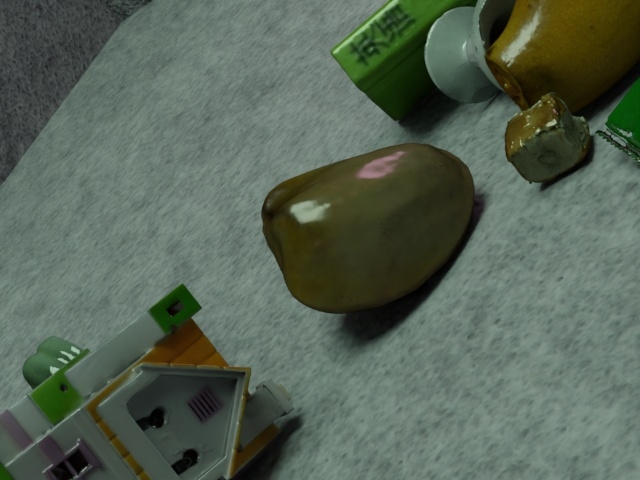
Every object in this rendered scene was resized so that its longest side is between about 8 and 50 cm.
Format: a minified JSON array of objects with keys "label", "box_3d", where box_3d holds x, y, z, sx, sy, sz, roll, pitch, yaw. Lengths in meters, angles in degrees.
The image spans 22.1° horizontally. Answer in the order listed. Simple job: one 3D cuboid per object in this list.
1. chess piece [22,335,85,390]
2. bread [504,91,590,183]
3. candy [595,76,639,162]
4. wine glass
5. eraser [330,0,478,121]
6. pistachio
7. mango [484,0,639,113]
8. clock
[{"label":"chess piece","box_3d":[-0.332,0.286,1.969,0.299,0.194,0.194,-58,23,-14]},{"label":"bread","box_3d":[0.254,-0.109,1.817,0.083,0.077,0.070,-31,34,29]},{"label":"candy","box_3d":[0.381,-0.162,1.678,0.203,0.078,0.141,-46,18,6]},{"label":"wine glass","box_3d":[0.229,-0.242,2.041,0.165,0.165,0.196,-49,12,-18]},{"label":"eraser","box_3d":[0.161,-0.295,2.229,0.274,0.092,0.210,-40,-17,8]},{"label":"pistachio","box_3d":[0.066,-0.017,1.878,0.260,0.163,0.212,-27,57,-11]},{"label":"mango","box_3d":[0.318,-0.297,1.895,0.144,0.187,0.359,-140,70,-89]},{"label":"clock","box_3d":[-0.191,0.216,1.763,0.309,0.235,0.166,-38,2,-18]}]
